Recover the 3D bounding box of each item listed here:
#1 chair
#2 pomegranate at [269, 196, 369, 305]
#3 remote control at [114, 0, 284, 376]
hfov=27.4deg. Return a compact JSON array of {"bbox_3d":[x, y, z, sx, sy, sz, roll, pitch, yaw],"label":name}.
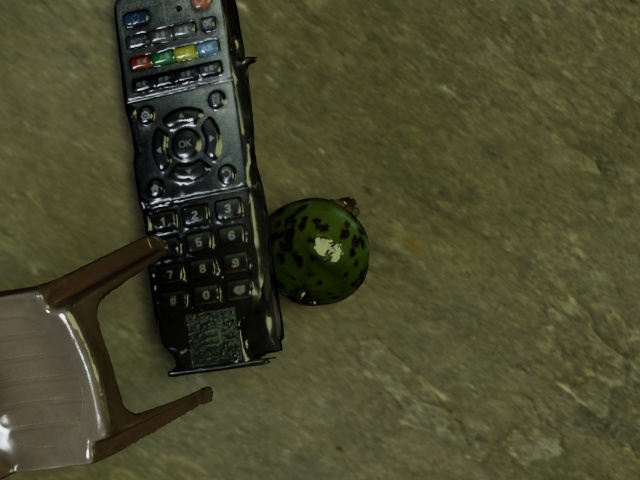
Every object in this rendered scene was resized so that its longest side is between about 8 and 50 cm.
[{"bbox_3d":[-0.268,0.125,1.111,0.326,0.183,0.175,-31,106,-60],"label":"chair"},{"bbox_3d":[0.000,0.000,1.385,0.122,0.122,0.161,43,44,-15],"label":"pomegranate"},{"bbox_3d":[-0.117,-0.067,1.333,0.145,0.062,0.398,-10,83,14],"label":"remote control"}]
